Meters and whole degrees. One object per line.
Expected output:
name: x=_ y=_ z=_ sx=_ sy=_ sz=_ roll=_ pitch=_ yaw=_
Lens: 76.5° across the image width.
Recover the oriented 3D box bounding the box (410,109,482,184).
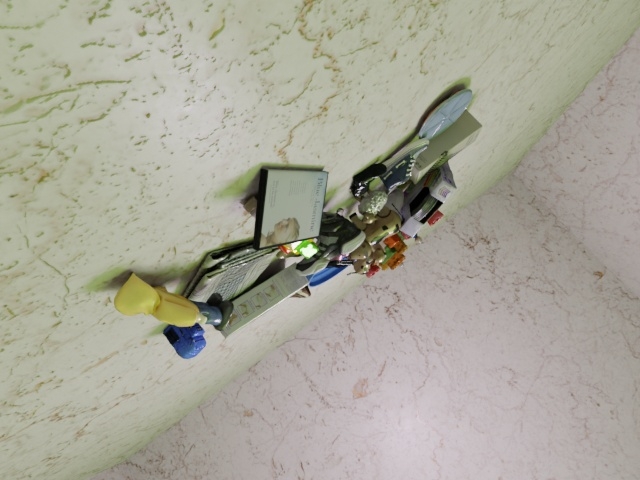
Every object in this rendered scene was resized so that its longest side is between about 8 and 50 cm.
box: x=0.408 y=-0.320 z=1.391 sx=0.275 sy=0.094 sz=0.113 roll=-36 pitch=164 yaw=-5

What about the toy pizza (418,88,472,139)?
toy pizza: x=0.376 y=-0.387 z=1.244 sx=0.201 sy=0.032 sz=0.201 roll=-33 pitch=165 yaw=-10

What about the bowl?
bowl: x=0.083 y=0.058 z=1.787 sx=0.391 sy=0.077 sz=0.391 roll=-35 pitch=164 yaw=-11

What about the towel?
towel: x=-0.263 y=0.113 z=1.212 sx=0.312 sy=0.056 sz=0.324 roll=-19 pitch=155 yaw=-50

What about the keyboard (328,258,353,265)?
keyboard: x=0.041 y=0.081 z=1.410 sx=0.108 sy=0.023 sz=0.180 roll=6 pitch=171 yaw=-33

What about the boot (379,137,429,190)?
boot: x=0.274 y=-0.239 z=1.287 sx=0.190 sy=0.086 sz=0.069 roll=-33 pitch=168 yaw=18

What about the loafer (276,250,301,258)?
loafer: x=-0.087 y=0.026 z=1.349 sx=0.148 sy=0.056 sz=0.050 roll=-19 pitch=162 yaw=-49

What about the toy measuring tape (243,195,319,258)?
toy measuring tape: x=-0.106 y=-0.047 z=1.080 sx=0.121 sy=0.121 sz=0.330 roll=-40 pitch=142 yaw=8

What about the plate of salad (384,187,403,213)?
plate of salad: x=0.271 y=-0.111 z=1.588 sx=0.200 sy=0.048 sz=0.200 roll=-54 pitch=-160 yaw=31

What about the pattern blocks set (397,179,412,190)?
pattern blocks set: x=0.404 y=-0.253 z=1.706 sx=0.285 sy=0.026 sz=0.325 roll=-22 pitch=158 yaw=-44

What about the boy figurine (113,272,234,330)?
boy figurine: x=-0.347 y=0.144 z=0.952 sx=0.285 sy=0.177 sz=0.092 roll=30 pitch=85 yaw=-50

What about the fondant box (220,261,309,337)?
fondant box: x=-0.219 y=0.220 z=1.467 sx=0.330 sy=0.096 sz=0.238 roll=-33 pitch=175 yaw=-21

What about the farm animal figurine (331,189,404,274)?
farm animal figurine: x=0.165 y=0.001 z=1.461 sx=0.327 sy=0.172 sz=0.330 roll=-43 pitch=146 yaw=9

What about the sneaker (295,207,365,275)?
sneaker: x=0.000 y=0.000 z=1.310 sx=0.269 sy=0.153 sz=0.101 roll=-31 pitch=-168 yaw=23

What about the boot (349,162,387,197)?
boot: x=0.150 y=-0.188 z=1.286 sx=0.121 sy=0.045 sz=0.099 roll=-28 pitch=161 yaw=-9

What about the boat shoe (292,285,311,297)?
boat shoe: x=-0.115 y=0.212 z=1.793 sx=0.095 sy=0.095 sz=0.257 roll=-25 pitch=159 yaw=4

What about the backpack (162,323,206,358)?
backpack: x=-0.423 y=0.309 z=1.293 sx=0.101 sy=0.120 sz=0.098 roll=-42 pitch=163 yaw=15

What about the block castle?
block castle: x=0.401 y=0.004 z=2.091 sx=0.303 sy=0.213 sz=0.453 roll=-25 pitch=160 yaw=-39

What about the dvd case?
dvd case: x=-0.065 y=-0.079 z=0.975 sx=0.253 sy=0.022 sz=0.180 roll=-13 pitch=115 yaw=-57

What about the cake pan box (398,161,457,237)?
cake pan box: x=0.385 y=-0.167 z=1.505 sx=0.245 sy=0.070 sz=0.267 roll=-55 pitch=-168 yaw=33
